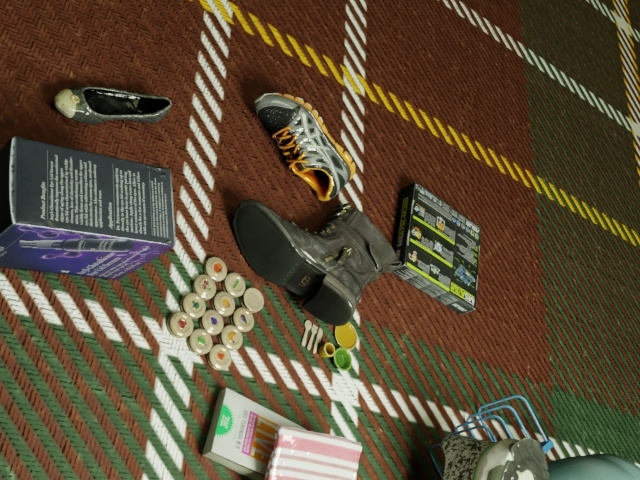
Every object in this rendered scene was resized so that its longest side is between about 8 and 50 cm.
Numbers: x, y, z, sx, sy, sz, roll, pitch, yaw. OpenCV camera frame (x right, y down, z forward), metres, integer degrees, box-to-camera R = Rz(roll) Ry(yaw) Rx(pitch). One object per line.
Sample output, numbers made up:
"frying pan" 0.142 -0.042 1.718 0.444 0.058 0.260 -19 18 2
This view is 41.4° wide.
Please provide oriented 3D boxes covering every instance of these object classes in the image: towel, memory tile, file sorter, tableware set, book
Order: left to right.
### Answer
"memory tile" -0.146 0.103 1.207 0.113 0.012 0.148 44 47 -19
"book" -0.088 0.277 1.169 0.144 0.035 0.096 32 48 -26
"towel" -0.025 0.357 1.150 0.144 0.029 0.197 21 77 -32
"tableware set" 0.028 0.125 1.347 0.104 0.024 0.154 36 50 -25
"file sorter" 0.280 0.345 1.411 0.170 0.118 0.104 -24 84 -45

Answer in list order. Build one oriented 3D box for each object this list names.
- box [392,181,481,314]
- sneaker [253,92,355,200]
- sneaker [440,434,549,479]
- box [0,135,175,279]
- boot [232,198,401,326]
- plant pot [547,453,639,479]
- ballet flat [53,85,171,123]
"box" 0.216 0.015 1.554 0.190 0.045 0.184 31 55 -30
"sneaker" -0.029 -0.153 1.383 0.215 0.084 0.083 43 53 -21
"sneaker" 0.211 0.477 1.269 0.158 0.182 0.410 20 84 -38
"box" -0.303 -0.031 1.027 0.207 0.153 0.108 8 67 -39
"boot" 0.000 0.000 1.347 0.263 0.091 0.229 46 36 -6
"plant pot" 0.384 0.482 1.337 0.196 0.293 0.293 11 64 -27
"ballet flat" -0.289 -0.194 1.186 0.173 0.049 0.057 -6 74 -43
